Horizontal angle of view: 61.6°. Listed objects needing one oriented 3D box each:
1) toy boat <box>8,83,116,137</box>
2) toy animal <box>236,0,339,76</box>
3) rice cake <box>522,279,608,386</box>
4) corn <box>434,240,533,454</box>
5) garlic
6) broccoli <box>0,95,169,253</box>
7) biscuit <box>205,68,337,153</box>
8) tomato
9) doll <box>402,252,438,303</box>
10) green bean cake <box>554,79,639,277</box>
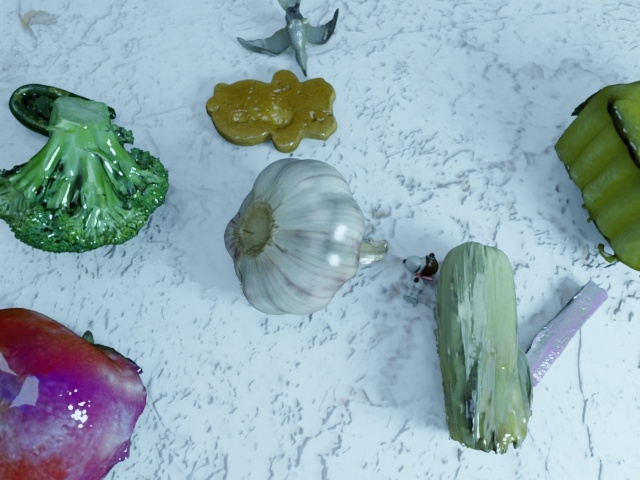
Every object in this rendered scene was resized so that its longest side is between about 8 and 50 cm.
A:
[{"bbox_3d":[-0.486,-0.236,1.005,0.210,0.052,0.104,22,71,9],"label":"toy boat"},{"bbox_3d":[-0.052,-0.400,1.050,0.219,0.095,0.155,-13,63,-4],"label":"toy animal"},{"bbox_3d":[0.374,0.144,0.836,0.207,0.036,0.047,-41,64,-16],"label":"rice cake"},{"bbox_3d":[0.234,0.151,0.785,0.122,0.123,0.305,-10,64,26],"label":"corn"},{"bbox_3d":[0.000,0.000,0.843,0.253,0.245,0.244,10,61,-35],"label":"garlic"},{"bbox_3d":[-0.383,-0.098,0.859,0.269,0.241,0.261,-4,42,-32],"label":"broccoli"},{"bbox_3d":[-0.093,-0.242,1.012,0.249,0.035,0.184,-4,66,0],"label":"biscuit"},{"bbox_3d":[-0.430,0.235,0.732,0.335,0.176,0.289,26,71,11],"label":"tomato"},{"bbox_3d":[0.163,0.059,0.875,0.058,0.040,0.085,-2,61,13],"label":"doll"},{"bbox_3d":[0.555,-0.091,0.864,0.285,0.202,0.309,-5,67,-15],"label":"green bean cake"}]
